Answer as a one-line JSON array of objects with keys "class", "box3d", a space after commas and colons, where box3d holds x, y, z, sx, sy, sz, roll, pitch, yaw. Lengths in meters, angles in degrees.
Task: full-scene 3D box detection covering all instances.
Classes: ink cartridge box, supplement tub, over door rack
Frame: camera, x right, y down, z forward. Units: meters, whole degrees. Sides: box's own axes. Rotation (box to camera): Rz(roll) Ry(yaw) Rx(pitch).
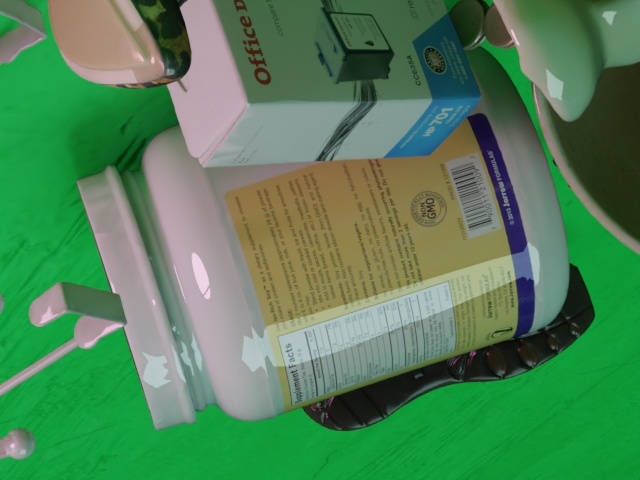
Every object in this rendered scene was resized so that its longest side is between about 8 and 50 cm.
[{"class": "ink cartridge box", "box3d": [-0.006, -0.130, 1.244, 0.190, 0.140, 0.082, -4, 154, -35]}, {"class": "supplement tub", "box3d": [0.000, 0.000, 1.420, 0.331, 0.241, 0.241, -18, 158, -7]}, {"class": "over door rack", "box3d": [-0.242, 0.022, 1.257, 0.108, 0.239, 0.324, 4, 148, -42]}]

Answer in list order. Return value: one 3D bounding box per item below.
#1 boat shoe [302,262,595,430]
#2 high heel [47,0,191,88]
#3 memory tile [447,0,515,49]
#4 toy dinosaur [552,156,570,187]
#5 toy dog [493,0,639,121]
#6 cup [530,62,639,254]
[{"class": "boat shoe", "box3d": [0.126, 0.097, 1.951, 0.324, 0.123, 0.120, -19, -172, 2]}, {"class": "high heel", "box3d": [-0.065, -0.155, 1.025, 0.186, 0.261, 0.093, -6, 121, -25]}, {"class": "memory tile", "box3d": [0.146, -0.182, 1.232, 0.012, 0.113, 0.148, 11, 177, -42]}, {"class": "toy dinosaur", "box3d": [0.298, -0.069, 1.703, 0.295, 0.127, 0.200, 12, -179, -27]}, {"class": "toy dog", "box3d": [0.257, -0.268, 0.975, 0.408, 0.285, 0.395, -28, 169, 14]}, {"class": "cup", "box3d": [0.338, -0.149, 1.336, 0.331, 0.331, 0.237, -30, -178, 23]}]
